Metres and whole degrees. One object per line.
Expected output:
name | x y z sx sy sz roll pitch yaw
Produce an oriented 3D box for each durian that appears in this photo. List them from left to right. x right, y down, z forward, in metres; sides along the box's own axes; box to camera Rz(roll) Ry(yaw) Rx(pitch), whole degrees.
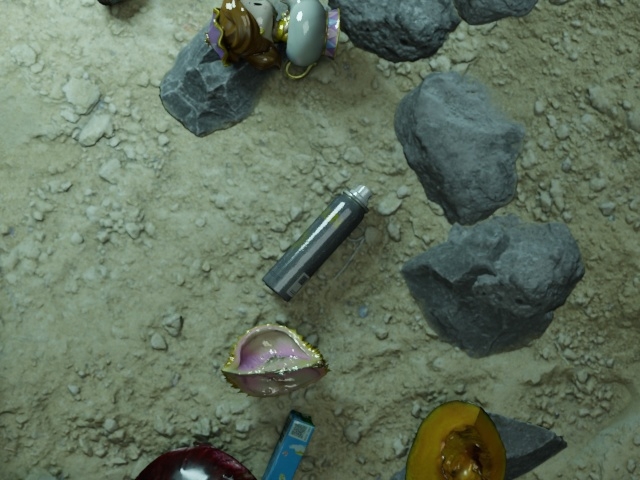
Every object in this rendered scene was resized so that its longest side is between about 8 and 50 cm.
durian | -0.093 0.248 1.352 0.182 0.132 0.165 -35 102 -8

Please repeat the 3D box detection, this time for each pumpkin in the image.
pumpkin | 0.285 0.462 1.415 0.169 0.148 0.312 8 100 -44

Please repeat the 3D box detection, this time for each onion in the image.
onion | -0.245 0.538 1.273 0.314 0.232 0.314 -5 70 13

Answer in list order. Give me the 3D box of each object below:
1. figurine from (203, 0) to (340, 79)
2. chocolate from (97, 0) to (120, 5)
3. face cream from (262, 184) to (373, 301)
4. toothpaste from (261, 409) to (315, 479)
figurine | -0.097 -0.413 1.340 0.263 0.142 0.189 2 114 -6
chocolate | -0.379 -0.529 1.342 0.167 0.072 0.072 -41 94 -5
face cream | 0.000 0.000 1.386 0.073 0.073 0.283 43 86 -5
toothpaste | -0.088 0.482 1.388 0.050 0.065 0.266 24 88 -10
